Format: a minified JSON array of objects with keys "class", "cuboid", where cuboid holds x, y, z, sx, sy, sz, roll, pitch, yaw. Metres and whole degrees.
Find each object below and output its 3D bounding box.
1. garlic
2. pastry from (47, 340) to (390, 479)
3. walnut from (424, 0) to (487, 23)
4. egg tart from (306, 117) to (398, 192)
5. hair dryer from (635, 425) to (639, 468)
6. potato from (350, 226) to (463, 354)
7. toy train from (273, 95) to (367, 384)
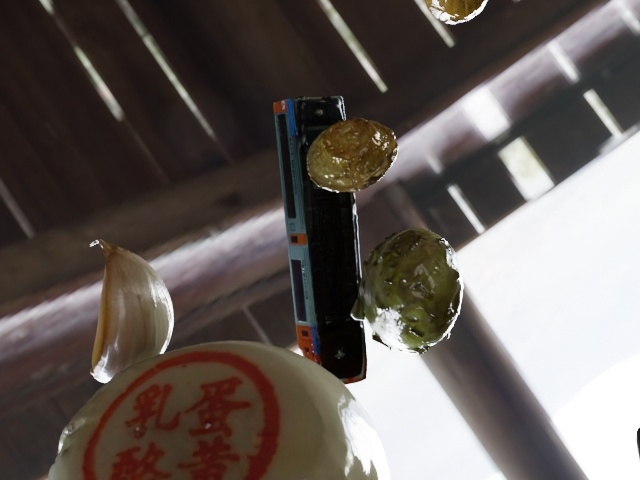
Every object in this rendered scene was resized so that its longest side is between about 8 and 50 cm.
[{"class":"garlic","cuboid":[-0.266,0.103,1.884,0.115,0.207,0.128,0,-176,-16]},{"class":"pastry","cuboid":[-0.074,0.189,0.971,0.265,0.265,0.133,-34,141,-7]},{"class":"walnut","cuboid":[0.164,-0.288,1.550,0.091,0.052,0.121,-11,166,1]},{"class":"egg tart","cuboid":[0.039,-0.119,1.743,0.129,0.129,0.049,-34,140,-8]},{"class":"hair dryer","cuboid":[0.502,0.281,1.422,0.359,0.120,0.304,-28,-144,27]},{"class":"potato","cuboid":[0.079,0.048,1.256,0.090,0.117,0.225,9,175,-6]},{"class":"toy train","cuboid":[0.000,0.000,1.881,0.086,0.409,0.089,-7,-176,-30]}]
